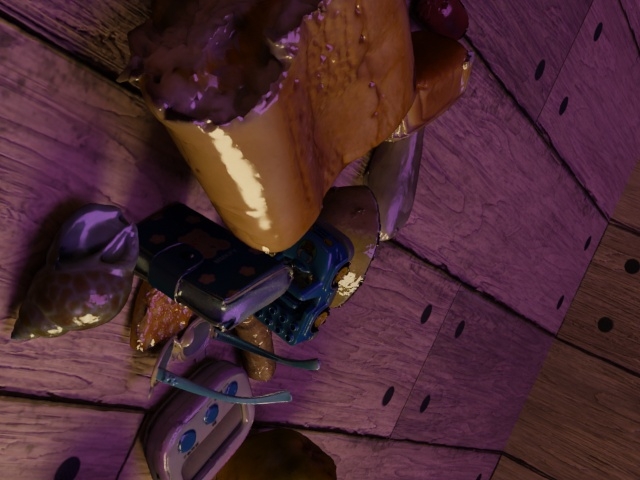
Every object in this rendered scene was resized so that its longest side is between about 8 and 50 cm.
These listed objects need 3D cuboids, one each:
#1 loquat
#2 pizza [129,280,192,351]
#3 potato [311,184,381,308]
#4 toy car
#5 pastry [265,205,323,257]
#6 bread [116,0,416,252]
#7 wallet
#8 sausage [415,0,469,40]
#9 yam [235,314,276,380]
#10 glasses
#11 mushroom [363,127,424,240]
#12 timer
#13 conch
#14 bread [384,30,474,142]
[{"bbox_3d":[-0.091,0.439,1.797,0.246,0.213,0.213,-44,155,12],"label":"loquat"},{"bbox_3d":[-0.213,0.078,1.457,0.099,0.035,0.160,20,95,-54],"label":"pizza"},{"bbox_3d":[0.000,0.000,1.677,0.117,0.182,0.202,11,129,-28],"label":"potato"},{"bbox_3d":[-0.035,0.065,1.522,0.100,0.097,0.191,-19,139,-54],"label":"toy car"},{"bbox_3d":[-0.064,-0.048,1.563,0.166,0.088,0.166,-39,141,-40],"label":"pastry"},{"bbox_3d":[-0.062,-0.190,1.296,0.361,0.250,0.394,-51,153,-20],"label":"bread"},{"bbox_3d":[-0.150,0.029,1.347,0.141,0.202,0.059,-33,140,-39],"label":"wallet"},{"bbox_3d":[0.207,-0.381,1.785,0.076,0.076,0.141,-64,152,-3],"label":"sausage"},{"bbox_3d":[-0.113,0.118,1.630,0.066,0.066,0.300,-49,148,-29],"label":"yam"},{"bbox_3d":[-0.122,0.162,1.507,0.189,0.220,0.088,-33,120,-65],"label":"glasses"},{"bbox_3d":[0.129,-0.125,1.830,0.108,0.096,0.247,-2,108,-59],"label":"mushroom"},{"bbox_3d":[-0.188,0.293,1.639,0.208,0.069,0.191,-47,147,-33],"label":"timer"},{"bbox_3d":[-0.280,0.042,1.250,0.116,0.106,0.173,16,79,-43],"label":"conch"},{"bbox_3d":[0.136,-0.256,1.693,0.241,0.136,0.107,-36,140,-41],"label":"bread"}]
